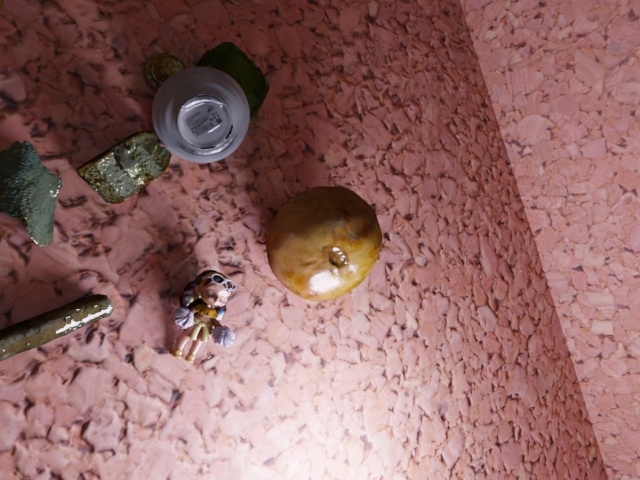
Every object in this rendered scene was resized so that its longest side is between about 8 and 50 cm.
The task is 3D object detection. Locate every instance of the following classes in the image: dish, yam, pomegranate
[{"bbox_3d":[-0.306,-0.318,1.583,0.260,0.085,0.261,-7,115,-15],"label":"dish"},{"bbox_3d":[-0.613,0.196,1.328,0.317,0.071,0.067,-24,51,-41],"label":"yam"},{"bbox_3d":[0.000,0.000,1.722,0.338,0.338,0.339,9,74,-36],"label":"pomegranate"}]

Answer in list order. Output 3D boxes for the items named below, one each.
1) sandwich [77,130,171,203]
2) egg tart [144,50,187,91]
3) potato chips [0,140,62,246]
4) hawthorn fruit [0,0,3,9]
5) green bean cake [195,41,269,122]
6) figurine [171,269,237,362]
[{"bbox_3d":[-0.464,-0.199,1.500,0.236,0.128,0.122,-47,117,-34],"label":"sandwich"},{"bbox_3d":[-0.415,-0.459,1.642,0.130,0.052,0.131,7,78,-35],"label":"egg tart"},{"bbox_3d":[-0.661,-0.101,1.367,0.228,0.059,0.167,54,44,-16],"label":"potato chips"},{"bbox_3d":[-0.786,-0.529,1.206,0.267,0.301,0.268,7,63,-14],"label":"hawthorn fruit"},{"bbox_3d":[-0.259,-0.435,1.710,0.200,0.113,0.214,41,50,-31],"label":"green bean cake"},{"bbox_3d":[-0.302,0.192,1.545,0.174,0.115,0.240,28,70,-28],"label":"figurine"}]
